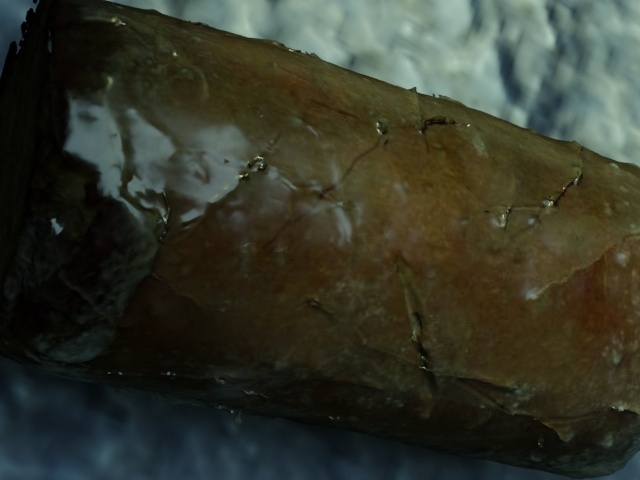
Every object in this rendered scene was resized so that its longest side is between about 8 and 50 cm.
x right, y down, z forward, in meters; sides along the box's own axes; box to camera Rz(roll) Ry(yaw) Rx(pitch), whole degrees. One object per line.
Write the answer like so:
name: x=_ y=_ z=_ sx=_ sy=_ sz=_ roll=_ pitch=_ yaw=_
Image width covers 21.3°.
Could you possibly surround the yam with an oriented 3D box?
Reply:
yam: x=0.000 y=0.002 z=0.353 sx=0.141 sy=0.079 sz=0.079 roll=13 pitch=67 yaw=-22
